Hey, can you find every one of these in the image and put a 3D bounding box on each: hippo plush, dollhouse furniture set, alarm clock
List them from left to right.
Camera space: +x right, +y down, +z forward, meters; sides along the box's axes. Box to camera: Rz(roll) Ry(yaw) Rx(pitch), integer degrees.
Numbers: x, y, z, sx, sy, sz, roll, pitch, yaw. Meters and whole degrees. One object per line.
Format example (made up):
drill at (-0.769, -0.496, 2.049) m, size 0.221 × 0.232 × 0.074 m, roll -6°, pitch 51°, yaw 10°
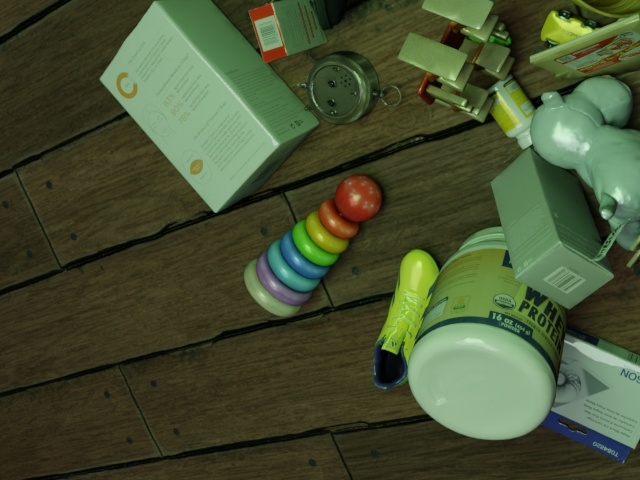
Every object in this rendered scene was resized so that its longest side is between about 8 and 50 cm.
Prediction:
alarm clock at (0.054, -0.272, 1.548) m, size 0.192 × 0.064 × 0.129 m, roll 11°, pitch 114°, yaw 21°
dollhouse furniture set at (0.211, -0.325, 1.271) m, size 0.135 × 0.262 × 0.259 m, roll 27°, pitch 95°, yaw 19°
hippo plush at (0.434, -0.119, 1.321) m, size 0.236 × 0.294 × 0.234 m, roll 43°, pitch 162°, yaw 31°

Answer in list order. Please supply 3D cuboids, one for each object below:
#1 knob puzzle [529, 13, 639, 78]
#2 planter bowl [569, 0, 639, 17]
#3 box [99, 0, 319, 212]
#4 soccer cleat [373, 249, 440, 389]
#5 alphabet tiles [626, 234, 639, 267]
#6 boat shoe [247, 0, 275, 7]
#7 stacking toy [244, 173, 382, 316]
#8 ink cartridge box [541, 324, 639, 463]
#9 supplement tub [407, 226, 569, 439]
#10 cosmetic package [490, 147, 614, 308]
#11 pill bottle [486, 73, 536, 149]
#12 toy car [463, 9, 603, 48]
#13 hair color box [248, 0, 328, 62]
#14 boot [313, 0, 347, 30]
knob puzzle at (0.434, -0.286, 1.271) m, size 0.213 × 0.213 × 0.029 m, roll -13°, pitch 77°, yaw 31°
planter bowl at (0.400, -0.415, 1.259) m, size 0.217 × 0.217 × 0.090 m, roll 59°, pitch 161°, yaw -3°
box at (-0.210, -0.264, 1.627) m, size 0.345 × 0.168 × 0.215 m, roll 49°, pitch 124°, yaw 2°
soccer cleat at (0.161, 0.157, 1.619) m, size 0.093 × 0.121 × 0.289 m, roll 23°, pitch 119°, yaw 27°
alphabet tiles at (0.554, -0.057, 1.286) m, size 0.009 × 0.198 × 0.237 m, roll 47°, pitch 126°, yaw 29°
boat shoe at (-0.028, -0.494, 1.500) m, size 0.258 × 0.095 × 0.095 m, roll -24°, pitch 132°, yaw 26°
stacking toy at (0.000, 0.000, 1.655) m, size 0.141 × 0.141 × 0.330 m, roll 47°, pitch 117°, yaw 4°
ink cartridge box at (0.480, 0.281, 1.545) m, size 0.223 × 0.045 × 0.223 m, roll 23°, pitch 119°, yaw 19°
supplement tub at (0.285, 0.142, 1.410) m, size 0.229 × 0.316 × 0.228 m, roll 11°, pitch 129°, yaw 14°
cosmetic package at (0.362, -0.023, 1.362) m, size 0.127 × 0.237 × 0.107 m, roll 26°, pitch 130°, yaw -25°
pill bottle at (0.322, -0.212, 1.423) m, size 0.065 × 0.065 × 0.116 m, roll -35°, pitch 90°, yaw 34°
toy car at (0.313, -0.353, 1.380) m, size 0.225 × 0.053 × 0.239 m, roll -33°, pitch 91°, yaw 34°
hair color box at (-0.054, -0.373, 1.499) m, size 0.053 × 0.167 × 0.093 m, roll -9°, pitch 105°, yaw 30°
boot at (0.081, -0.473, 1.384) m, size 0.207 × 0.094 × 0.246 m, roll -5°, pitch 113°, yaw 5°
